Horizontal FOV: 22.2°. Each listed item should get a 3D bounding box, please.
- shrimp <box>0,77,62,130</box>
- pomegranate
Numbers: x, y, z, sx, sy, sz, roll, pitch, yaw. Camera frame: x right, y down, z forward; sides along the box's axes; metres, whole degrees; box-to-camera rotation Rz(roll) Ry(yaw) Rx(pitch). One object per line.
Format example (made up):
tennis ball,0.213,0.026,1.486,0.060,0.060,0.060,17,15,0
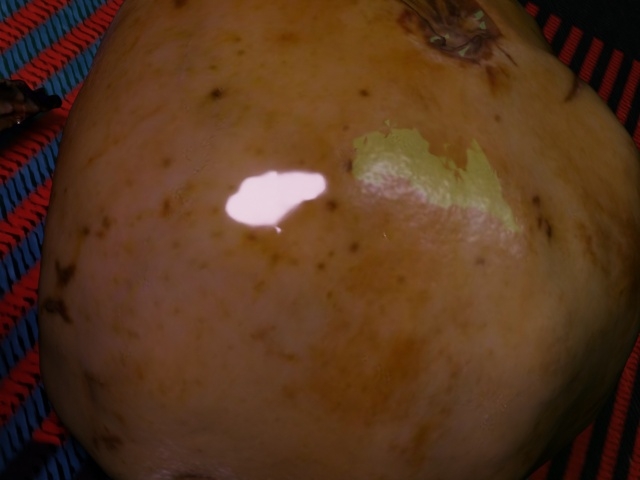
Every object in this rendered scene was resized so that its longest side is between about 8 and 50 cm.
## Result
shrimp,-0.223,-0.087,0.845,0.117,0.066,0.262,53,28,2
pomegranate,0.000,0.000,0.835,0.332,0.332,0.332,35,34,-28
